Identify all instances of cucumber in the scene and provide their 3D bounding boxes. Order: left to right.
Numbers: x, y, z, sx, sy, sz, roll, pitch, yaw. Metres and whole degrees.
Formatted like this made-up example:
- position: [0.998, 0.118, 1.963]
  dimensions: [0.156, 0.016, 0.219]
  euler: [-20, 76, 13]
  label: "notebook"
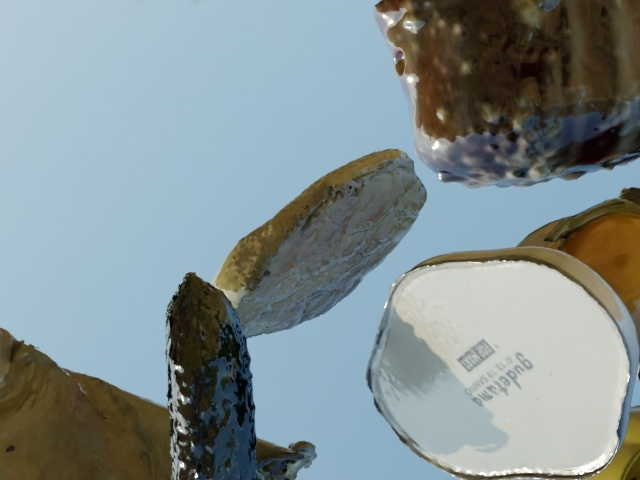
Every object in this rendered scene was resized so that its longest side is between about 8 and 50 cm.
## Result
- position: [-0.073, 0.140, 1.254]
  dimensions: [0.067, 0.245, 0.067]
  euler: [4, -164, -1]
  label: "cucumber"

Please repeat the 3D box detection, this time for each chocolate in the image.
- position: [0.234, -0.162, 1.994]
  dimensions: [0.340, 0.210, 0.225]
  euler: [-7, 167, -6]
  label: "chocolate"

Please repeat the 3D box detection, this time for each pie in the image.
- position: [0.002, 0.003, 1.432]
  dimensions: [0.185, 0.052, 0.218]
  euler: [-47, 162, 31]
  label: "pie"

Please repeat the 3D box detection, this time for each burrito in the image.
- position: [-0.184, 0.185, 1.481]
  dimensions: [0.347, 0.107, 0.175]
  euler: [18, -97, 23]
  label: "burrito"

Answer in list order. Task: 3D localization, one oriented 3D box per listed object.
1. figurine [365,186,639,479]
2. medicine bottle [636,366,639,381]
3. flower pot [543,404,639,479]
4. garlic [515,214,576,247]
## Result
- position: [0.142, 0.045, 1.189]
  dimensions: [0.141, 0.166, 0.250]
  euler: [-45, -170, -34]
  label: "figurine"
- position: [0.456, 0.113, 2.047]
  dimensions: [0.245, 0.306, 0.245]
  euler: [-40, 169, -9]
  label: "medicine bottle"
- position: [0.302, 0.232, 1.706]
  dimensions: [0.195, 0.195, 0.179]
  euler: [-33, -167, -19]
  label: "flower pot"
- position: [0.163, 0.027, 1.322]
  dimensions: [0.066, 0.152, 0.084]
  euler: [33, -156, 33]
  label: "garlic"
